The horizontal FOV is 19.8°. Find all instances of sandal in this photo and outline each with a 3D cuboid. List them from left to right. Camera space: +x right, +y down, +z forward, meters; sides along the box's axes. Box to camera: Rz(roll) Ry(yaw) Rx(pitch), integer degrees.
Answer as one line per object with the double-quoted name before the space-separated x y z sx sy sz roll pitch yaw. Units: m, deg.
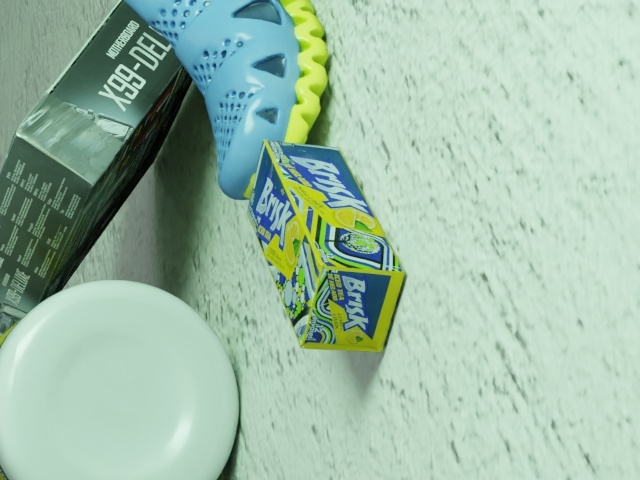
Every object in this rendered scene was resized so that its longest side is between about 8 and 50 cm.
"sandal" -0.077 -0.163 1.295 0.126 0.138 0.317 120 149 -47

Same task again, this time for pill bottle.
"pill bottle" -0.196 0.148 1.475 0.334 0.188 0.188 149 125 -69

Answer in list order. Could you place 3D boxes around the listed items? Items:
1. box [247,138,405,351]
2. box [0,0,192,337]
"box" 0.000 0.000 1.133 0.169 0.054 0.059 -116 36 -58
"box" -0.192 -0.075 1.539 0.242 0.076 0.307 -58 2 -33
